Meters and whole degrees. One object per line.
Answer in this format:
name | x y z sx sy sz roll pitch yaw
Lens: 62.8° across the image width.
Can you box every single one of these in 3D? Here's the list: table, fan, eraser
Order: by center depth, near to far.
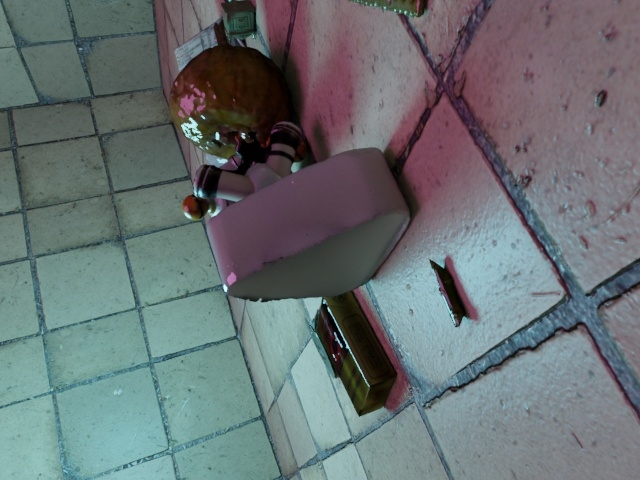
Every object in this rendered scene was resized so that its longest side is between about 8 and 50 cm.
eraser | 0.000 0.000 0.956 0.331 0.331 0.150 110 143 -59
table | -0.213 -0.570 1.367 0.083 0.079 0.062 95 156 -48
fan | -0.024 0.239 1.397 0.191 0.009 0.329 52 163 53

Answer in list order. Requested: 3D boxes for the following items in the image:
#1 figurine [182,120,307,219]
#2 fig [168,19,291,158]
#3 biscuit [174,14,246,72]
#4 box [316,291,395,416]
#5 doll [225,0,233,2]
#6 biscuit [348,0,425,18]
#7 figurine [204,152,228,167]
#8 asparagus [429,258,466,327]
figurine | -0.153 -0.111 1.197 0.196 0.320 0.323 57 167 9
fig | -0.213 -0.394 1.259 0.286 0.286 0.368 125 142 -66
biscuit | -0.337 -0.556 1.590 0.309 0.079 0.186 -15 91 40
box | 0.071 0.241 1.150 0.159 0.071 0.240 96 152 -50
doll | -0.264 -0.728 1.435 0.139 0.057 0.165 120 132 -62
biscuit | 0.085 -0.395 0.734 0.231 0.016 0.139 -130 33 -51
figurine | -0.235 -0.241 1.615 0.186 0.176 0.287 -23 99 30
asparagus | 0.186 0.074 0.768 0.025 0.021 0.108 125 129 -61
